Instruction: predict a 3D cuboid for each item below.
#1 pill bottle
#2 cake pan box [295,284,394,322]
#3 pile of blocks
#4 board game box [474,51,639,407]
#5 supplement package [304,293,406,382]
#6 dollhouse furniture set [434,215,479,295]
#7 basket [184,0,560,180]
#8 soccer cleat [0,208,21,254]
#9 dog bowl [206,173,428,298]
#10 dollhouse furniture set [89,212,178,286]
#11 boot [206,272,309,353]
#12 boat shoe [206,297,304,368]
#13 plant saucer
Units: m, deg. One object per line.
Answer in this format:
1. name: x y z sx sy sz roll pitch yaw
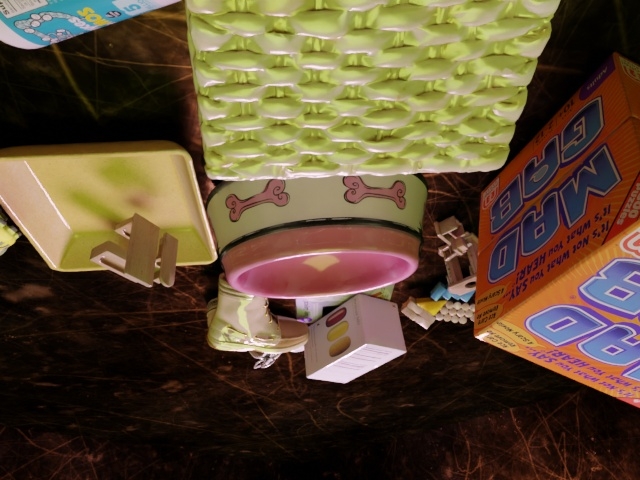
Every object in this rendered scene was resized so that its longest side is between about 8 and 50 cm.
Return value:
1. pill bottle: -0.283 -0.296 0.537 0.264 0.146 0.146 -12 145 11
2. cake pan box: 0.055 0.127 1.280 0.246 0.070 0.267 -1 147 -3
3. pile of blocks: 0.401 0.152 1.357 0.362 0.149 0.112 -1 -170 10
4. board game box: 0.509 0.002 0.819 0.356 0.356 0.356 23 140 -7
5. supplement package: 0.080 0.256 1.294 0.134 0.139 0.244 17 139 -32
6. dollhouse furniture set: 0.305 0.067 1.123 0.101 0.182 0.161 -28 140 30
7. basket: 0.037 -0.253 0.496 0.331 0.266 0.328 -3 133 -7
8. soccer cleat: -0.595 -0.005 0.864 0.093 0.121 0.289 56 151 -11
9. dog bowl: 0.000 0.000 0.920 0.408 0.150 0.408 -4 161 -1
10. dollhouse furniture set: -0.345 0.060 0.929 0.151 0.123 0.144 -22 142 23
11. boot: -0.134 0.168 1.232 0.262 0.095 0.203 5 115 -20
12. boat shoe: -0.157 0.284 1.398 0.136 0.156 0.367 -27 140 29
13. plant saucer: -0.374 -0.068 0.919 0.333 0.081 0.332 -3 147 -4
